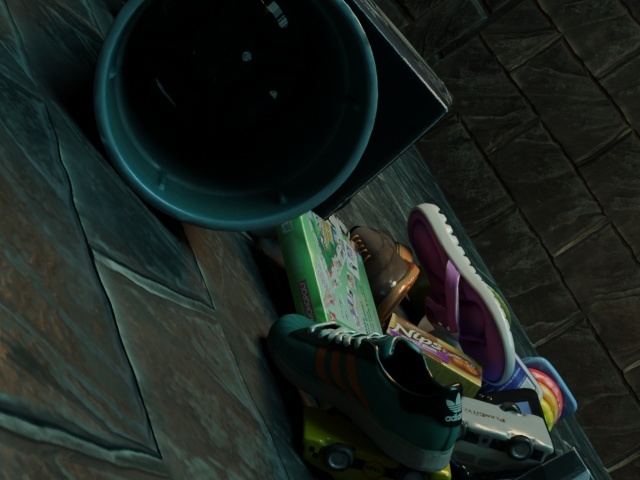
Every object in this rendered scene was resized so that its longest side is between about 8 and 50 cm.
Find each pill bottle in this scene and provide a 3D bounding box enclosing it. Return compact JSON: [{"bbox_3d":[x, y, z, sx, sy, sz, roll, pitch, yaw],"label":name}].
[{"bbox_3d":[0.320,0.248,2.206,0.264,0.153,0.153,53,13,-11],"label":"pill bottle"}]

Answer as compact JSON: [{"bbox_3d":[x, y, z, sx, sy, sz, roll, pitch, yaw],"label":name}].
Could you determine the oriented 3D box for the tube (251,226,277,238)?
[{"bbox_3d":[-0.080,-0.060,1.740,0.240,0.062,0.070,-84,180,-78],"label":"tube"}]

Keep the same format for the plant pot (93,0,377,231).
[{"bbox_3d":[-0.121,-0.225,1.455,0.341,0.341,0.334,51,6,-20],"label":"plant pot"}]

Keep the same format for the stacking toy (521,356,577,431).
[{"bbox_3d":[0.425,0.390,2.317,0.165,0.175,0.302,54,27,-6],"label":"stacking toy"}]

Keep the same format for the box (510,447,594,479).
[{"bbox_3d":[0.300,0.460,1.391,0.307,0.242,0.076,62,-2,23],"label":"box"}]

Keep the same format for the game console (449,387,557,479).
[{"bbox_3d":[0.267,0.282,1.917,0.293,0.250,0.173,-82,163,-71],"label":"game console"}]

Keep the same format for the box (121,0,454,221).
[{"bbox_3d":[-0.027,-0.322,1.891,0.480,0.297,0.472,49,11,-2],"label":"box"}]

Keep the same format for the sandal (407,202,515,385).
[{"bbox_3d":[0.235,0.109,2.036,0.169,0.102,0.416,97,-24,-46],"label":"sandal"}]

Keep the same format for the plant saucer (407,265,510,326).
[{"bbox_3d":[0.283,0.144,2.295,0.241,0.241,0.037,50,55,-24],"label":"plant saucer"}]

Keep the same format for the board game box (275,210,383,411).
[{"bbox_3d":[0.030,0.115,1.594,0.213,0.046,0.317,35,35,-55],"label":"board game box"}]

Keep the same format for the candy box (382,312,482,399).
[{"bbox_3d":[0.188,0.206,1.886,0.187,0.053,0.109,31,18,2],"label":"candy box"}]

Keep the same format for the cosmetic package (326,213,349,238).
[{"bbox_3d":[0.000,0.000,1.866,0.099,0.060,0.239,52,13,-13],"label":"cosmetic package"}]

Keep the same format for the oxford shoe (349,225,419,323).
[{"bbox_3d":[0.090,0.056,1.981,0.133,0.130,0.363,37,9,-6],"label":"oxford shoe"}]

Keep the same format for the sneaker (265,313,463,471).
[{"bbox_3d":[0.058,0.151,1.337,0.302,0.121,0.108,32,26,34],"label":"sneaker"}]

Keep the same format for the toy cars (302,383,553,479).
[{"bbox_3d":[0.134,0.270,1.398,0.394,0.087,0.176,-2,29,-43],"label":"toy cars"}]
